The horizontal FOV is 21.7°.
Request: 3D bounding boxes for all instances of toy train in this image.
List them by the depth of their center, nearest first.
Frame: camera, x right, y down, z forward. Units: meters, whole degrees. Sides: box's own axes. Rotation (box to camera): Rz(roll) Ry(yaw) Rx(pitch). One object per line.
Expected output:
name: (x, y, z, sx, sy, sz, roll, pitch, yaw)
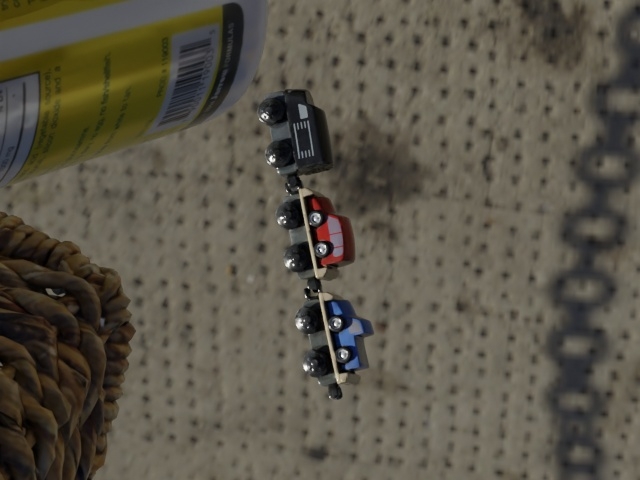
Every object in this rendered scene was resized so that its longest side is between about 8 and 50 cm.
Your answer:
toy train: (0.000, 0.000, 0.829, 0.036, 0.027, 0.158, -13, 80, 13)

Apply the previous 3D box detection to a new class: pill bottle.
pill bottle: (-0.207, -0.116, 0.917, 0.188, 0.334, 0.188, 23, 123, 41)

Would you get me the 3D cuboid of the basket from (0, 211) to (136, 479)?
basket: (-0.243, 0.094, 0.588, 0.299, 0.223, 0.213, 19, 127, 8)
